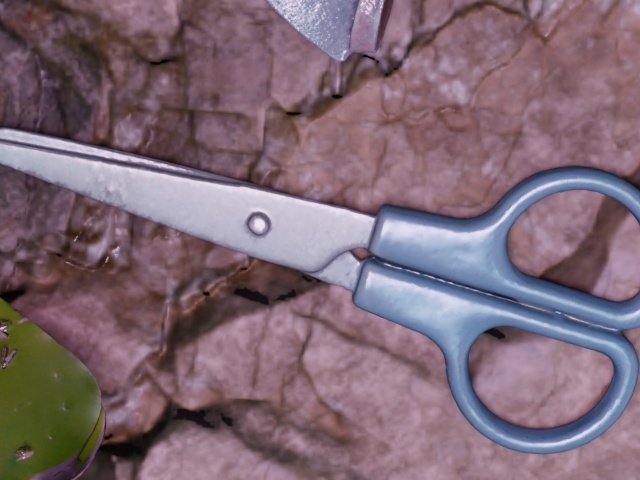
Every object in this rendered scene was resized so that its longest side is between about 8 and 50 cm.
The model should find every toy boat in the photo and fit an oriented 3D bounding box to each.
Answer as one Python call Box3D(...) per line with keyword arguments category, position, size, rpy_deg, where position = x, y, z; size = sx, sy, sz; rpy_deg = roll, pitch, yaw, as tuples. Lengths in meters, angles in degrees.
Box3D(category="toy boat", position=(-0.013, -0.168, 1.154), size=(0.122, 0.034, 0.096), rpy_deg=(15, 103, 7))

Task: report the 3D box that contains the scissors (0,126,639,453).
Box3D(category="scissors", position=(0.000, 0.000, 1.187), size=(0.447, 0.029, 0.193), rpy_deg=(17, 103, -2))

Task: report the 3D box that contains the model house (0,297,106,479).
Box3D(category="model house", position=(-0.280, 0.176, 1.132), size=(0.207, 0.294, 0.154), rpy_deg=(35, 146, 28))
